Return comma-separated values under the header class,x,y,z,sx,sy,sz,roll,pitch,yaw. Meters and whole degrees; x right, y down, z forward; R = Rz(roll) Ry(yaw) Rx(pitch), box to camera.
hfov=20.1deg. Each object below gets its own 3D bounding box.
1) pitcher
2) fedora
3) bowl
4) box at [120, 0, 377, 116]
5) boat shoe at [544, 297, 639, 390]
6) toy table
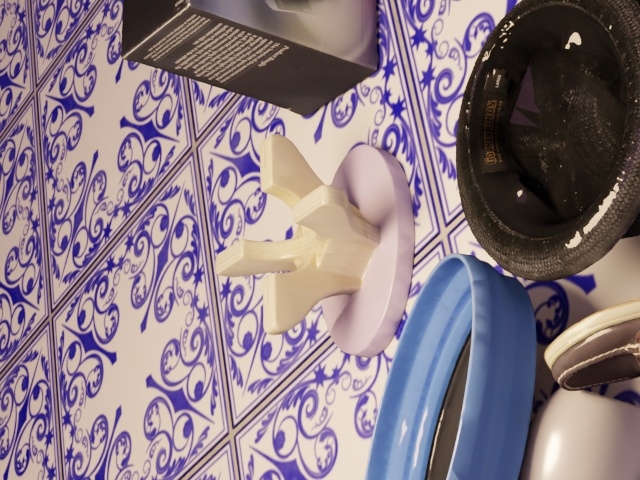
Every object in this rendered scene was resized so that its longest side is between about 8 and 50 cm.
class,x,y,z,sx,sy,sz,roll,pitch,yaw
pitcher,0.264,0.255,1.722,0.177,0.125,0.207,15,88,40
fedora,0.279,-0.104,1.807,0.334,0.152,0.334,-30,54,50
bowl,0.129,0.209,1.878,0.391,0.077,0.391,-166,90,-82
box,-0.088,-0.359,2.374,0.182,0.294,0.296,-28,55,49
boat shoe,0.337,0.094,1.632,0.285,0.103,0.092,-20,66,25
toy table,0.000,0.000,2.216,0.252,0.161,0.274,-44,44,42
